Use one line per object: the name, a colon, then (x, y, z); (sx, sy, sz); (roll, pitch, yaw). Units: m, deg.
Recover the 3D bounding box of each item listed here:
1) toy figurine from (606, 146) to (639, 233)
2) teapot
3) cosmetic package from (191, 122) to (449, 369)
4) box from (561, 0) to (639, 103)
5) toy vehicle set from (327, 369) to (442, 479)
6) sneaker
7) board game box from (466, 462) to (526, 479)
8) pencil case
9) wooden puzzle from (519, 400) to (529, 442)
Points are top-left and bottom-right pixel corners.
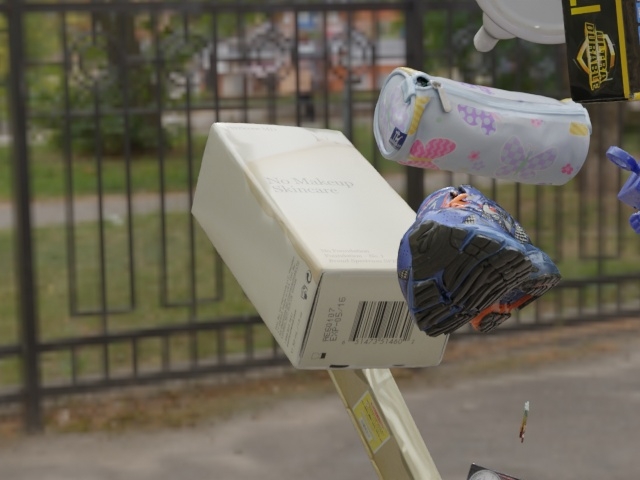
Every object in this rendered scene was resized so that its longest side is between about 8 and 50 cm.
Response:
toy figurine: (0.442, -0.074, 1.840); (0.217, 0.191, 0.362); (25, -3, 1)
teapot: (0.315, -0.393, 2.093); (0.256, 0.253, 0.187); (-9, 12, 9)
cosmetic package: (0.000, 0.000, 1.536); (0.160, 0.113, 0.309); (1, 29, -27)
box: (0.342, -0.310, 1.581); (0.257, 0.322, 0.079); (-12, 8, -43)
toy vehicle set: (0.086, 0.256, 2.241); (0.035, 0.267, 0.166); (-22, -13, -18)
sneaker: (0.086, 0.007, 0.982); (0.083, 0.087, 0.221); (-38, -15, 9)
board game box: (0.206, 0.384, 1.692); (0.165, 0.243, 0.042); (13, -10, 32)
pencil case: (0.203, -0.143, 1.947); (0.273, 0.124, 0.113); (9, 38, -24)
wooden puzzle: (0.313, 0.277, 2.384); (0.006, 0.049, 0.083); (11, 11, 6)
